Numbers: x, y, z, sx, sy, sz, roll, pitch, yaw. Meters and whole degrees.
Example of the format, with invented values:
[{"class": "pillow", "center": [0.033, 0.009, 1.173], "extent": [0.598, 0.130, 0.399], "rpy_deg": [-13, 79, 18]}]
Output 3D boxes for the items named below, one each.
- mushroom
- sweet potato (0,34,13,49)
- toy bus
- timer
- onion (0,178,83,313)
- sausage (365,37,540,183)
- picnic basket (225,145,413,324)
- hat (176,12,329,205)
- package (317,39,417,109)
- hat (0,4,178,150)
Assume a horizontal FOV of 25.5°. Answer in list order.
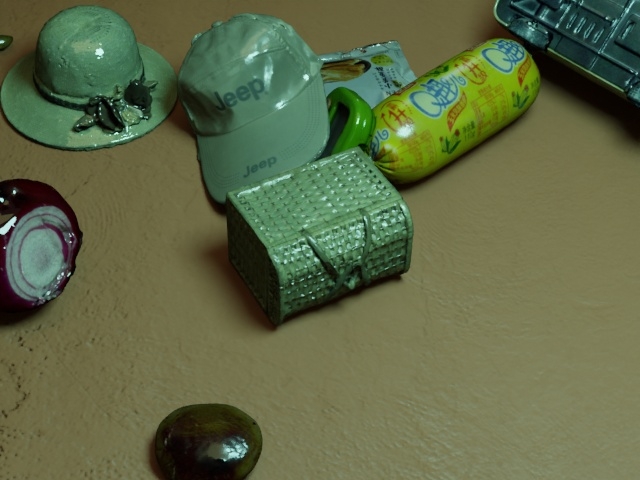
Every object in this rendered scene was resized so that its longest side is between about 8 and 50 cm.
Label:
[{"class": "mushroom", "center": [-0.127, 0.228, 1.599], "extent": [0.123, 0.052, 0.123], "rpy_deg": [1, 42, -1]}, {"class": "sweet potato", "center": [-0.565, -0.266, 2.046], "extent": [0.249, 0.059, 0.069], "rpy_deg": [-11, 35, -19]}, {"class": "toy bus", "center": [0.439, -0.286, 2.012], "extent": [0.365, 0.202, 0.177], "rpy_deg": [36, 98, 27]}, {"class": "timer", "center": [0.021, -0.130, 1.887], "extent": [0.047, 0.140, 0.128], "rpy_deg": [19, 15, -25]}, {"class": "onion", "center": [-0.396, -0.013, 1.727], "extent": [0.135, 0.198, 0.173], "rpy_deg": [-5, 41, 36]}, {"class": "sausage", "center": [0.183, -0.182, 1.955], "extent": [0.347, 0.123, 0.123], "rpy_deg": [-34, 56, -29]}, {"class": "picnic basket", "center": [0.000, 0.000, 1.767], "extent": [0.196, 0.134, 0.154], "rpy_deg": [-21, 52, -22]}, {"class": "hat", "center": [-0.101, -0.185, 1.883], "extent": [0.214, 0.149, 0.245], "rpy_deg": [-28, 33, 12]}, {"class": "package", "center": [0.060, -0.226, 2.057], "extent": [0.171, 0.027, 0.173], "rpy_deg": [-12, 45, -14]}, {"class": "hat", "center": [-0.332, -0.257, 1.997], "extent": [0.257, 0.130, 0.257], "rpy_deg": [1, 47, -1]}]
